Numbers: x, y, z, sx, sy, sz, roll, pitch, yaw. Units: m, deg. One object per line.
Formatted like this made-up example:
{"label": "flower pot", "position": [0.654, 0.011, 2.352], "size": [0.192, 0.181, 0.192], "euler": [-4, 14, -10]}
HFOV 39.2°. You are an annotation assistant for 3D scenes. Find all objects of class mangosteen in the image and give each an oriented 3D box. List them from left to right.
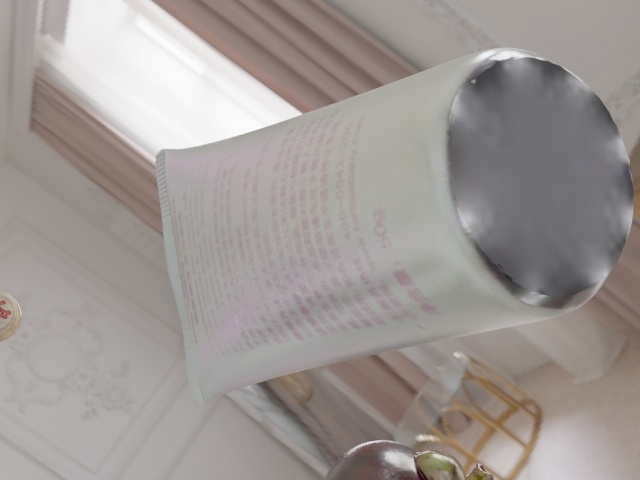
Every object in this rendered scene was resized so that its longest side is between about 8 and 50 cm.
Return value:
{"label": "mangosteen", "position": [0.091, 0.290, 0.944], "size": [0.200, 0.200, 0.200], "euler": [-53, 3, 5]}

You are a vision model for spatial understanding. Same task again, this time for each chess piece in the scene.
{"label": "chess piece", "position": [-0.518, 0.121, 1.427], "size": [0.083, 0.084, 0.038], "euler": [-55, -5, -28]}

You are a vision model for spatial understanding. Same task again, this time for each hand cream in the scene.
{"label": "hand cream", "position": [0.000, 0.000, 0.515], "size": [0.118, 0.185, 0.359], "euler": [-9, -3, -37]}
